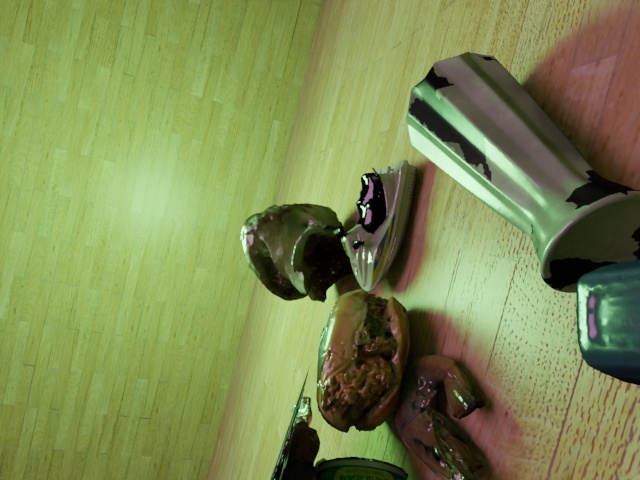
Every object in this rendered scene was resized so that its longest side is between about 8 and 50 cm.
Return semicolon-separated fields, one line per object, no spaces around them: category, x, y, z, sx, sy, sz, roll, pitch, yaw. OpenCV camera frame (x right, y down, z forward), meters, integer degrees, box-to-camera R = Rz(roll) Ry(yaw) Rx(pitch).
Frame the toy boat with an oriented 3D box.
toy boat;0.111;-0.038;0.860;0.270;0.140;0.141;-65;14;-8

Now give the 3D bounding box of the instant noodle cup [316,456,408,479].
instant noodle cup;0.058;0.446;0.575;0.233;0.207;0.207;-81;14;-44

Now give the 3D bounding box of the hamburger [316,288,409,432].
hamburger;0.066;0.213;0.724;0.286;0.146;0.243;-70;-11;-69

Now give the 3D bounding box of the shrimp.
shrimp;0.171;0.237;0.568;0.254;0.059;0.145;167;125;-78

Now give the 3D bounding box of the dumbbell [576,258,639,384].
dumbbell;0.237;0.173;0.233;0.144;0.159;0.325;52;-135;-69

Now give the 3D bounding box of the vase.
vase;0.222;-0.104;0.502;0.360;0.165;0.165;-103;30;-50

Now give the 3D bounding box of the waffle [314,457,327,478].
waffle;-0.004;0.557;0.727;0.282;0.058;0.301;76;-160;-48

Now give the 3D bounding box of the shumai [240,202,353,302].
shumai;0.000;0.000;1.069;0.288;0.329;0.292;-31;84;44

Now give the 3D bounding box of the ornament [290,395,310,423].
ornament;-0.054;0.483;1.160;0.068;0.041;0.092;21;86;51

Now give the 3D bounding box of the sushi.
sushi;-0.050;0.398;0.676;0.294;0.059;0.292;-66;-5;-79
